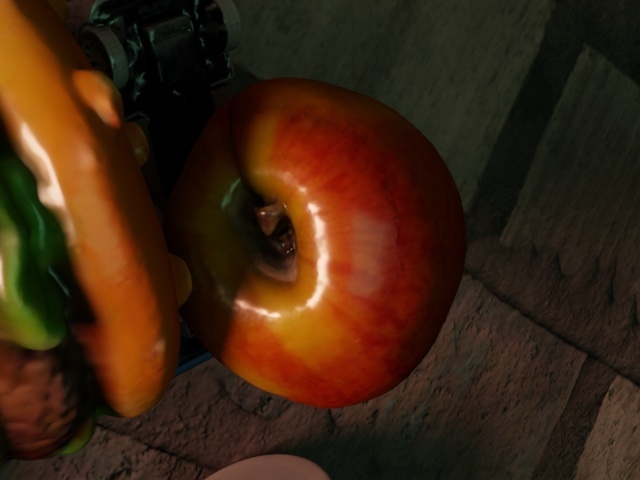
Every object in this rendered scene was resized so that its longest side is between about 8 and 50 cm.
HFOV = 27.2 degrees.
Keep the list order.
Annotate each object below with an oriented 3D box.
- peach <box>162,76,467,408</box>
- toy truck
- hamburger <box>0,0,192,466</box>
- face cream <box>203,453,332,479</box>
[{"bbox_3d":[0.000,0.000,1.065,0.238,0.281,0.281,-22,126,17],"label":"peach"},{"bbox_3d":[-0.144,-0.059,1.189,0.146,0.175,0.367,-26,118,-34],"label":"toy truck"},{"bbox_3d":[-0.269,-0.018,0.960,0.277,0.396,0.395,-25,118,-19],"label":"hamburger"},{"bbox_3d":[-0.045,0.355,1.368,0.201,0.201,0.187,-39,124,-25],"label":"face cream"}]
